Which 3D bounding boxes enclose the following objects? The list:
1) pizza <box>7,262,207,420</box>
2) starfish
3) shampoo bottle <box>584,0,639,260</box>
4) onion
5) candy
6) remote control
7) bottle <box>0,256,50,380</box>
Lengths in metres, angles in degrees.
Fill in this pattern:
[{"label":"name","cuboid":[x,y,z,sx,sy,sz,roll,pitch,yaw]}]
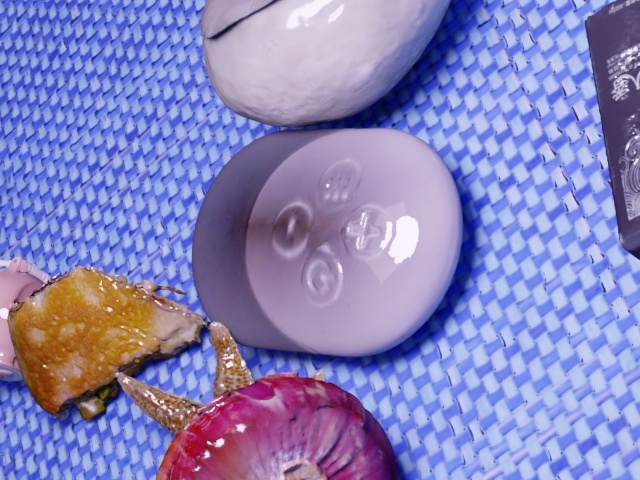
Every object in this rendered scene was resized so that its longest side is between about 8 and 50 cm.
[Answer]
[{"label":"pizza","cuboid":[-0.229,0.090,2.000,0.226,0.069,0.147,-35,91,22]},{"label":"starfish","cuboid":[-0.086,0.194,1.832,0.277,0.062,0.236,45,108,33]},{"label":"shampoo bottle","cuboid":[0.296,-0.070,1.625,0.098,0.071,0.310,-23,58,30]},{"label":"onion","cuboid":[-0.045,0.223,1.698,0.230,0.230,0.163,-62,19,0]},{"label":"candy","cuboid":[0.015,-0.224,1.874,0.295,0.185,0.295,-34,18,13]},{"label":"remote control","cuboid":[0.000,0.000,1.835,0.332,0.103,0.221,1,76,44]},{"label":"bottle","cuboid":[-0.388,0.092,2.124,0.236,0.147,0.148,-4,67,33]}]
